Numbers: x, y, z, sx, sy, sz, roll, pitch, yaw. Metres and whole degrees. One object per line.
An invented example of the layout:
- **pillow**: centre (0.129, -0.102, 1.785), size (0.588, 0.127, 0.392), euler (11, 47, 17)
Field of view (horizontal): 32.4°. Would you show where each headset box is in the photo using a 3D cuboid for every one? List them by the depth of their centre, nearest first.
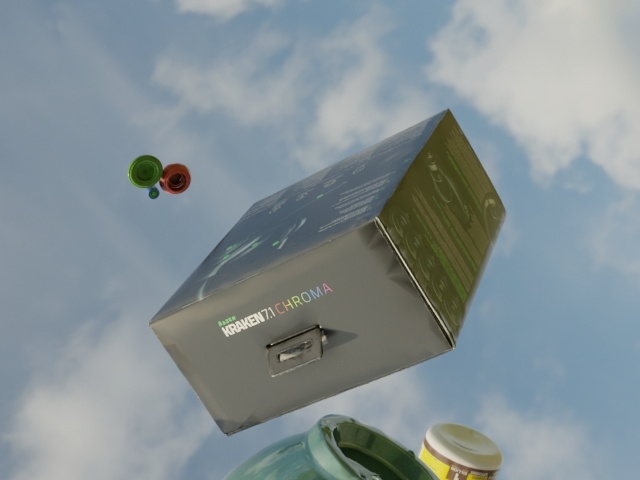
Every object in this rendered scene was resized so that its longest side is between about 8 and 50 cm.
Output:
- **headset box**: centre (0.015, 0.027, 1.004), size (0.131, 0.246, 0.283), euler (58, -152, -13)

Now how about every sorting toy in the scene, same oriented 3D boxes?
- **sorting toy**: centre (-0.237, -0.095, 1.588), size (0.102, 0.061, 0.042), euler (18, -162, -35)

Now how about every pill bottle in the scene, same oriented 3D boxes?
- **pill bottle**: centre (0.178, 0.383, 1.609), size (0.117, 0.117, 0.214), euler (2, -68, -46)

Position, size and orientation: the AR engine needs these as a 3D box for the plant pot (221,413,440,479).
- **plant pot**: centre (0.020, 0.313, 1.187), size (0.293, 0.196, 0.293), euler (31, -169, -7)
